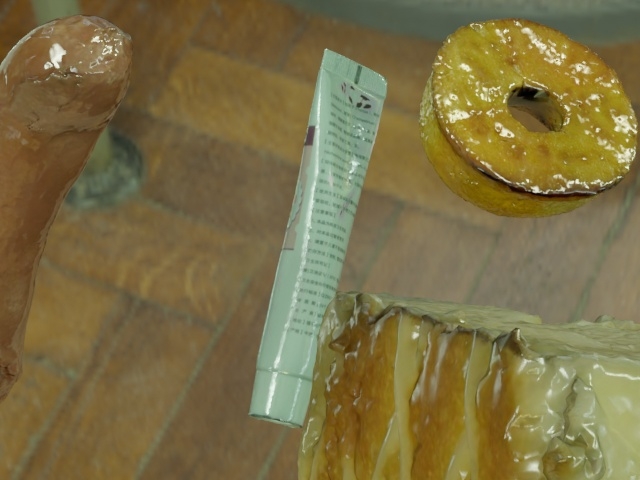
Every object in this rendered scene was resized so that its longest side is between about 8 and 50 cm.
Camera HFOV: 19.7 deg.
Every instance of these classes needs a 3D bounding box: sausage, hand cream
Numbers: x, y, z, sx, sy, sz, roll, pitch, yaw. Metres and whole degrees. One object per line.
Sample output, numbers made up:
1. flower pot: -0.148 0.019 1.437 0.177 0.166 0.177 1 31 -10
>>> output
1. sausage: -0.165 -0.007 0.960 0.078 0.304 0.078 14 42 -13
2. hand cream: 0.000 0.000 1.627 0.058 0.085 0.331 6 78 48

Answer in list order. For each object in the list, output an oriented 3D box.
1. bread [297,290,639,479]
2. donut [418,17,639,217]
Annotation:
1. bread: 0.157 0.231 1.134 0.279 0.371 0.390 -1 94 -23
2. donut: 0.132 -0.077 1.216 0.152 0.058 0.151 10 58 -17
